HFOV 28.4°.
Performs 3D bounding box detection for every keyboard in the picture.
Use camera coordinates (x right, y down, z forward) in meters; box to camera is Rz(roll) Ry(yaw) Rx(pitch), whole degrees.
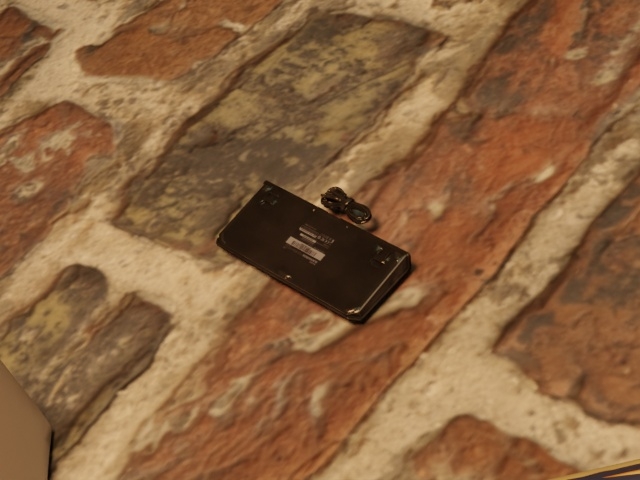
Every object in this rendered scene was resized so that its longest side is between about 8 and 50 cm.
[{"bbox_3d":[0.000,0.000,1.128,0.180,0.023,0.108,28,69,35],"label":"keyboard"}]

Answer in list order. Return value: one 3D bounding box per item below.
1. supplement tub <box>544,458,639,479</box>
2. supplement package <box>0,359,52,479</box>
[{"bbox_3d":[0.204,0.235,0.694,0.325,0.235,0.235,-14,46,6],"label":"supplement tub"},{"bbox_3d":[-0.308,0.202,0.919,0.145,0.204,0.262,-14,46,9],"label":"supplement package"}]
